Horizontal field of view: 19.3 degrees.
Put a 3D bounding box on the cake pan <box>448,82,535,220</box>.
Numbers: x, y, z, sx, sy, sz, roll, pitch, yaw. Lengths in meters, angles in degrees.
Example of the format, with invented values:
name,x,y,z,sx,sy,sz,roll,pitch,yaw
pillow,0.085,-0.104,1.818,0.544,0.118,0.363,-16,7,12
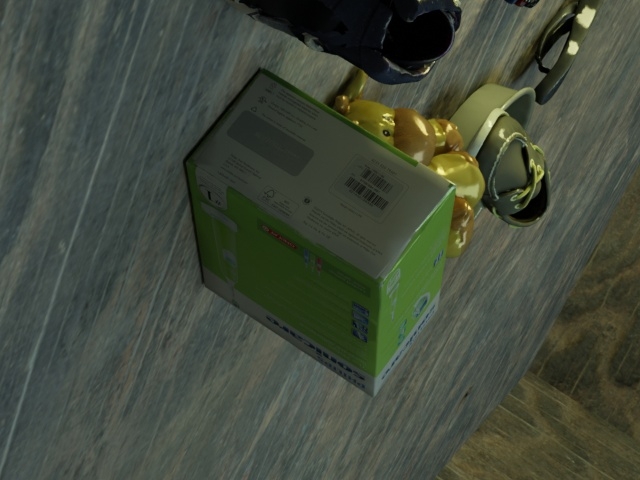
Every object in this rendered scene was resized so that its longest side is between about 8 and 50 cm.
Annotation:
name,x,y,z,sx,sy,sz,roll,pitch,yaw
cake pan,0.181,-0.086,2.466,0.293,0.054,0.293,-52,165,-19

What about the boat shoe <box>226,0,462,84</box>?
name,x,y,z,sx,sy,sz,roll,pitch,yaw
boat shoe,0.050,-0.191,1.557,0.127,0.158,0.340,-61,165,17

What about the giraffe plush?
name,x,y,z,sx,sy,sz,roll,pitch,yaw
giraffe plush,0.059,-0.082,1.911,0.210,0.181,0.170,-19,146,-8

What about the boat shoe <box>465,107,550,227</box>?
name,x,y,z,sx,sy,sz,roll,pitch,yaw
boat shoe,0.237,-0.084,2.352,0.109,0.091,0.305,-57,166,-3

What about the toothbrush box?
name,x,y,z,sx,sy,sz,roll,pitch,yaw
toothbrush box,0.000,0.000,1.716,0.122,0.206,0.283,-52,165,-21

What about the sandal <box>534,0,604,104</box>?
name,x,y,z,sx,sy,sz,roll,pitch,yaw
sandal,0.339,-0.291,2.581,0.254,0.054,0.097,-62,176,-23

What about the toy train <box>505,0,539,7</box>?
name,x,y,z,sx,sy,sz,roll,pitch,yaw
toy train,0.243,-0.299,2.264,0.036,0.027,0.158,-49,169,13
